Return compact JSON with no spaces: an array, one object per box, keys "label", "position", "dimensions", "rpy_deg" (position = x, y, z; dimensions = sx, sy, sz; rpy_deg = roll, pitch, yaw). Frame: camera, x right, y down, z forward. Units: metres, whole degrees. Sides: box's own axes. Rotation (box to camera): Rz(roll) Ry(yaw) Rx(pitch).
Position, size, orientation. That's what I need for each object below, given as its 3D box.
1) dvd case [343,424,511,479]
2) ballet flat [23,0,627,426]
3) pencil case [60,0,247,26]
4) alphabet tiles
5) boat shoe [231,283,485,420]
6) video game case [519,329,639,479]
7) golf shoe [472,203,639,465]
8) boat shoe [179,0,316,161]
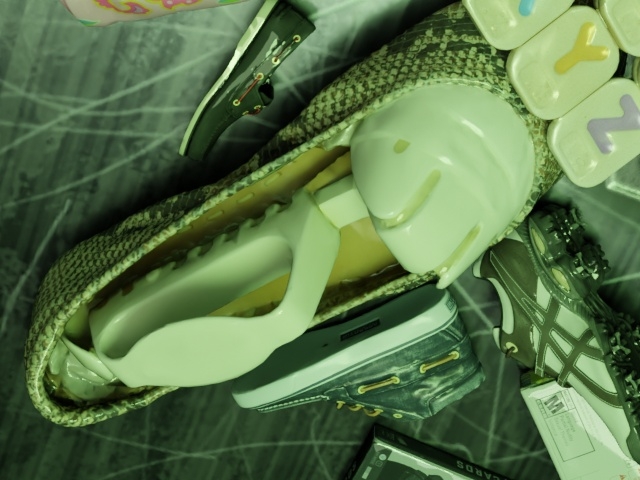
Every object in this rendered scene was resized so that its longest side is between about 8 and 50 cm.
[{"label":"dvd case","position":[0.114,0.265,1.209],"dimensions":[0.238,0.029,0.179],"rpy_deg":[23,115,-8]},{"label":"ballet flat","position":[0.000,0.000,1.006],"dimensions":[0.483,0.182,0.164],"rpy_deg":[-29,112,16]},{"label":"pencil case","position":[-0.031,-0.214,0.937],"dimensions":[0.284,0.124,0.124],"rpy_deg":[-9,114,11]},{"label":"alphabet tiles","position":[0.235,-0.172,0.937],"dimensions":[0.278,0.021,0.284],"rpy_deg":[-37,115,-4]},{"label":"boat shoe","position":[0.029,0.106,1.118],"dimensions":[0.183,0.065,0.083],"rpy_deg":[-23,110,13]},{"label":"video game case","position":[0.289,0.167,1.125],"dimensions":[0.210,0.042,0.232],"rpy_deg":[-23,103,12]},{"label":"golf shoe","position":[0.179,0.076,1.067],"dimensions":[0.094,0.077,0.198],"rpy_deg":[-32,74,29]},{"label":"boat shoe","position":[-0.053,-0.105,1.033],"dimensions":[0.042,0.049,0.133],"rpy_deg":[35,109,-4]}]
